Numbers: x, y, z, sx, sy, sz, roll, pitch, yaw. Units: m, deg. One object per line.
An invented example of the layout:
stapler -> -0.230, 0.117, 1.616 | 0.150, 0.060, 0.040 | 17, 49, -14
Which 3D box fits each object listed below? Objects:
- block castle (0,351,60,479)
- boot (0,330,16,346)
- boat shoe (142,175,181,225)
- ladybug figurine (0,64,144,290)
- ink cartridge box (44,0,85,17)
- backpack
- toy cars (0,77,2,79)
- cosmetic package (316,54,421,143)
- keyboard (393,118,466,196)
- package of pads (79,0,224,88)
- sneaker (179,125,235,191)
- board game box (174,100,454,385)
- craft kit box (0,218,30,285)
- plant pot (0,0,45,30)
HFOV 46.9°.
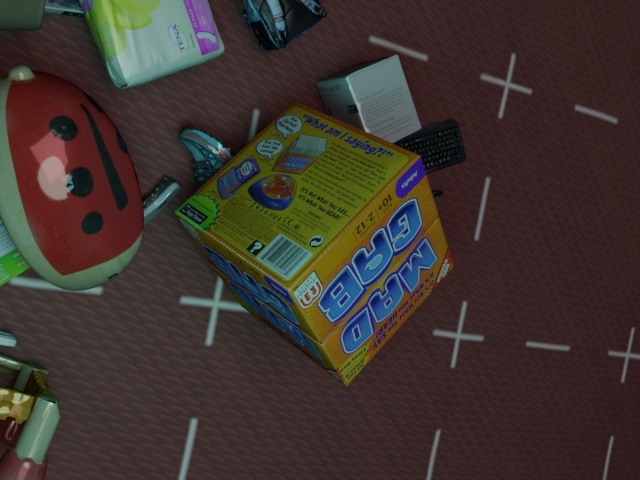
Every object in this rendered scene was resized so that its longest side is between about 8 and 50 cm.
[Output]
block castle -> -0.701, 0.289, 1.269 | 0.453, 0.303, 0.212 | 23, 86, -28
boot -> -0.666, 0.145, 1.406 | 0.190, 0.069, 0.086 | 24, 68, -37
boat shoe -> -0.358, -0.078, 1.560 | 0.040, 0.049, 0.142 | 42, 75, 8
ladybug figurine -> -0.448, -0.107, 1.350 | 0.305, 0.162, 0.449 | -70, 152, -49
ink cartridge box -> -0.489, -0.520, 1.421 | 0.333, 0.065, 0.165 | -2, 98, -27
backpack -> -0.098, -0.519, 1.601 | 0.158, 0.117, 0.173 | -41, 114, -18
toy cars -> -0.710, -0.292, 1.311 | 0.394, 0.087, 0.176 | 22, 51, -31
cosmetic package -> 0.112, -0.316, 1.721 | 0.151, 0.151, 0.183 | -29, 108, -22
keyboard -> 0.244, -0.181, 1.879 | 0.317, 0.033, 0.201 | -19, 105, -24
package of pads -> -0.341, -0.462, 1.416 | 0.229, 0.101, 0.296 | -27, 109, -24
sneaker -> -0.224, -0.129, 1.590 | 0.125, 0.104, 0.262 | -46, 115, -14
board game box -> 0.000, 0.000, 1.518 | 0.356, 0.357, 0.356 | -46, 140, -16
craft kit box -> -0.610, -0.049, 1.351 | 0.250, 0.061, 0.246 | -44, 116, -51
plant pot -> -0.583, -0.460, 1.252 | 0.229, 0.263, 0.262 | 9, 92, -23
